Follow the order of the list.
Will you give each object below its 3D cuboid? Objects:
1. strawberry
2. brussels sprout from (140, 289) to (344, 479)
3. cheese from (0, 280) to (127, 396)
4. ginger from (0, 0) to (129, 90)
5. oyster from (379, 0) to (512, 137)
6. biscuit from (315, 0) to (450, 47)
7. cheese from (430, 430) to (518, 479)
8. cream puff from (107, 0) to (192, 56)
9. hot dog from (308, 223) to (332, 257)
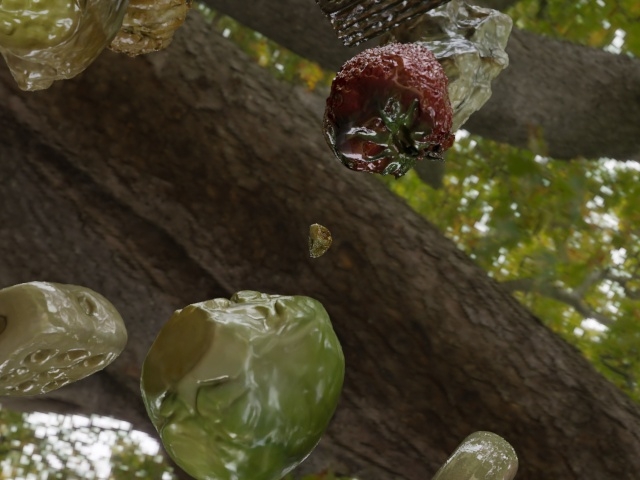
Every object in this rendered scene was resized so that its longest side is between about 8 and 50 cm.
[{"bbox_3d":[0.050,-0.099,0.787,0.106,0.106,0.106,-28,-129,41],"label":"strawberry"},{"bbox_3d":[-0.119,0.211,1.593,0.268,0.344,0.344,17,-96,38],"label":"brussels sprout"},{"bbox_3d":[-0.383,0.134,1.475,0.235,0.218,0.117,-50,-126,57],"label":"cheese"},{"bbox_3d":[-0.193,-0.249,0.845,0.218,0.123,0.270,98,8,-54],"label":"ginger"},{"bbox_3d":[0.147,-0.241,1.519,0.201,0.107,0.354,25,-113,16],"label":"oyster"},{"bbox_3d":[0.174,-0.364,1.301,0.388,0.073,0.107,-23,-131,14],"label":"biscuit"},{"bbox_3d":[0.089,0.198,0.762,0.048,0.171,0.092,32,-50,17],"label":"cheese"},{"bbox_3d":[-0.215,-0.268,1.233,0.119,0.133,0.104,42,-29,24],"label":"cream puff"},{"bbox_3d":[0.000,0.000,1.605,0.090,0.034,0.030,94,-9,-72],"label":"hot dog"}]
